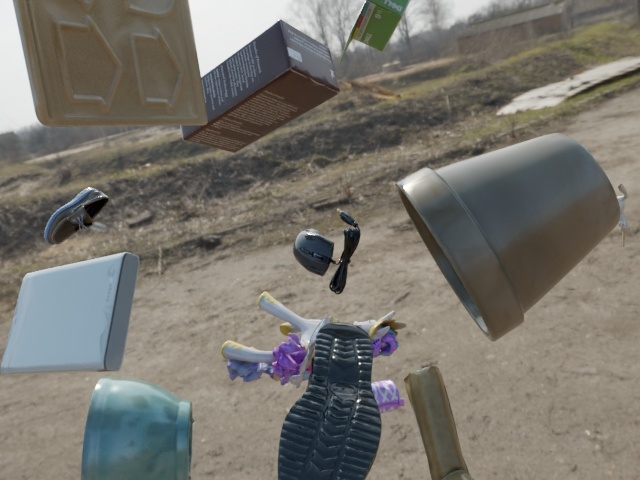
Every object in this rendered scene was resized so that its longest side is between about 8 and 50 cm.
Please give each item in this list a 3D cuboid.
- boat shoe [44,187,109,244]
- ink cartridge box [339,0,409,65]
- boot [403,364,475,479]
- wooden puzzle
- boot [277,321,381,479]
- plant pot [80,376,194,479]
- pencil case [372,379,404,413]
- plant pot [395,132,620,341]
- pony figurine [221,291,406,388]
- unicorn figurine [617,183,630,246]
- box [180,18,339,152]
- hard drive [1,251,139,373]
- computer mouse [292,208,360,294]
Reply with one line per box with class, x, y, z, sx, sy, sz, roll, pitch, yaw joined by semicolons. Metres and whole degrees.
boat shoe;-0.597;-0.059;1.258;0.066;0.066;0.183;16;57;20
ink cartridge box;0.104;-0.373;0.800;0.062;0.209;0.109;25;-11;-5
boot;0.220;0.355;0.903;0.089;0.269;0.236;-5;-27;-10
wooden puzzle;-0.332;-0.341;0.807;0.081;0.321;0.348;-2;10;29
boot;0.008;0.186;0.453;0.077;0.136;0.198;13;30;9
plant pot;-0.380;0.442;1.113;0.197;0.292;0.293;0;15;-11
pencil case;0.106;0.426;1.337;0.206;0.086;0.088;-12;8;-14
plant pot;0.329;-0.033;0.884;0.281;0.323;0.323;-31;16;8
pony figurine;-0.022;0.253;1.123;0.364;0.302;0.351;3;33;24
unicorn figurine;0.628;-0.083;1.120;0.060;0.111;0.161;-33;45;4
box;-0.165;-0.366;1.277;0.382;0.143;0.191;-18;-14;34
hard drive;-0.468;0.142;0.945;0.308;0.202;0.040;-11;-24;30
computer mouse;0.000;0.000;1.255;0.060;0.183;0.262;10;16;-31
